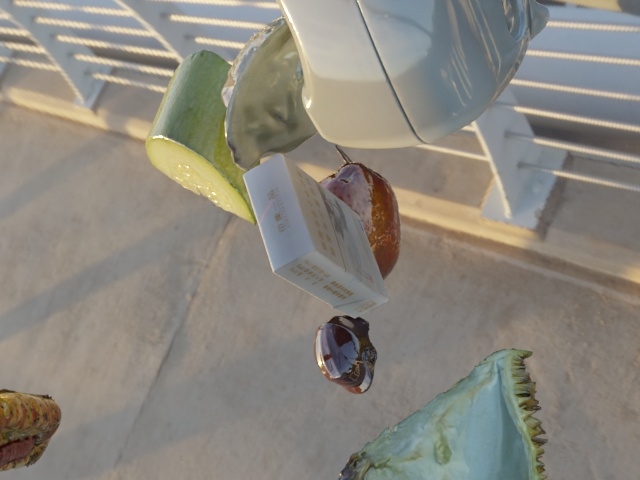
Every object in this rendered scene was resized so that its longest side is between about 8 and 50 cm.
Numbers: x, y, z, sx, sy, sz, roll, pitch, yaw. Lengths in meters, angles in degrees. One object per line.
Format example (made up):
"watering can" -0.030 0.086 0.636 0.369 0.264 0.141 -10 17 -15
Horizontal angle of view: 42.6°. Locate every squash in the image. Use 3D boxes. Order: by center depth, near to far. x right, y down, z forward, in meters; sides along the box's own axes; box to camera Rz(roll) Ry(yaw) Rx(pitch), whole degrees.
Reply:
"squash" -0.173 -0.177 1.347 0.237 0.204 0.155 27 66 21

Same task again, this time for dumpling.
"dumpling" -0.074 -0.218 1.162 0.175 0.243 0.227 12 44 34

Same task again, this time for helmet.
"helmet" 0.030 0.173 1.254 0.098 0.070 0.123 -30 59 46

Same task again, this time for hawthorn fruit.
"hawthorn fruit" 0.047 -0.042 1.503 0.210 0.210 0.262 10 100 44

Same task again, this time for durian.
"durian" 0.111 0.205 0.701 0.252 0.144 0.139 -31 76 -9

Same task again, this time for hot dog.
"hot dog" -0.431 0.264 1.108 0.069 0.253 0.131 22 88 13

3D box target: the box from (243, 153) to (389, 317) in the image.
"box" 0.000 0.000 1.079 0.067 0.233 0.149 -26 61 18

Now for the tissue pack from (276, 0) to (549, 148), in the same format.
"tissue pack" 0.077 -0.270 0.819 0.236 0.333 0.229 -7 32 32
